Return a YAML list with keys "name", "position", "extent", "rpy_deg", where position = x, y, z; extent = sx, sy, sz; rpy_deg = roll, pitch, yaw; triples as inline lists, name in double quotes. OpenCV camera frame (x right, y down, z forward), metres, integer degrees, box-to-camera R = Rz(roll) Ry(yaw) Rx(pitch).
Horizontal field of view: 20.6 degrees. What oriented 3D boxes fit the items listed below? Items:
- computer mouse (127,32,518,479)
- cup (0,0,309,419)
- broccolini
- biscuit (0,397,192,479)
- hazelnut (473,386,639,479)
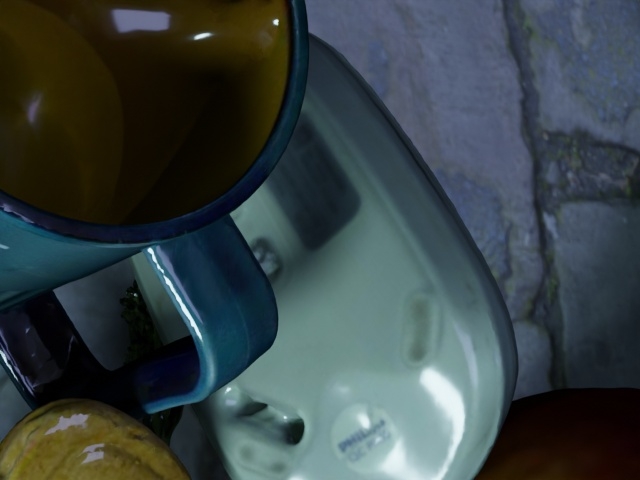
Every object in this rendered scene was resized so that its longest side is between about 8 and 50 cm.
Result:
- name: "computer mouse"
  position: [-0.008, 0.021, 1.030]
  extent: [0.095, 0.197, 0.331]
  rpy_deg: [27, 31, -56]
- name: "cup"
  position: [-0.160, -0.067, 0.959]
  extent: [0.308, 0.292, 0.242]
  rpy_deg: [33, 60, -23]
- name: "broccolini"
  position: [-0.100, 0.139, 1.095]
  extent: [0.054, 0.051, 0.239]
  rpy_deg: [46, 42, -71]
- name: "biscuit"
  position: [-0.182, 0.213, 0.933]
  extent: [0.208, 0.041, 0.290]
  rpy_deg: [38, 90, -30]
- name: "hazelnut"
  position: [0.185, 0.297, 1.028]
  extent: [0.402, 0.429, 0.402]
  rpy_deg: [-28, 137, -30]
